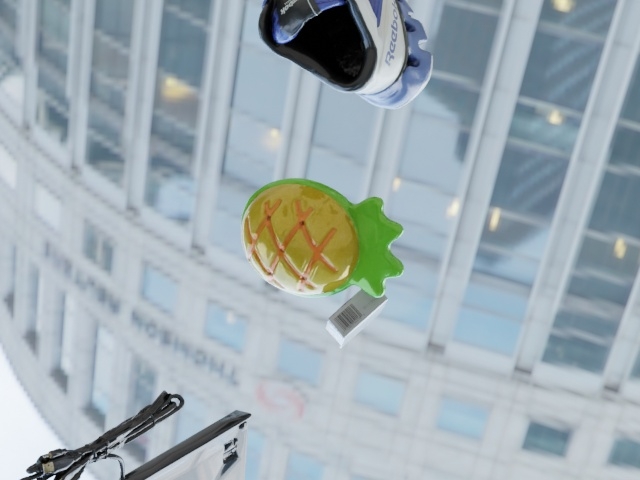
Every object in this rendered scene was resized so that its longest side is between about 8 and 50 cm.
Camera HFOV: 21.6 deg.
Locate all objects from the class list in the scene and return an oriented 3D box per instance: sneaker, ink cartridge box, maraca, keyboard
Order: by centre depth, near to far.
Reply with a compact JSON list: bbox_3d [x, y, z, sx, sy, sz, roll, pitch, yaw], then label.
[{"bbox_3d":[-0.177,0.225,1.452,0.033,0.201,0.317,27,-143,32],"label":"keyboard"},{"bbox_3d":[0.000,0.000,1.719,0.186,0.127,0.099,7,-157,26],"label":"maraca"},{"bbox_3d":[0.000,-0.280,1.721,0.315,0.127,0.182,65,-156,3],"label":"sneaker"},{"bbox_3d":[0.037,0.080,1.785,0.063,0.115,0.029,-41,-95,-8],"label":"ink cartridge box"}]
